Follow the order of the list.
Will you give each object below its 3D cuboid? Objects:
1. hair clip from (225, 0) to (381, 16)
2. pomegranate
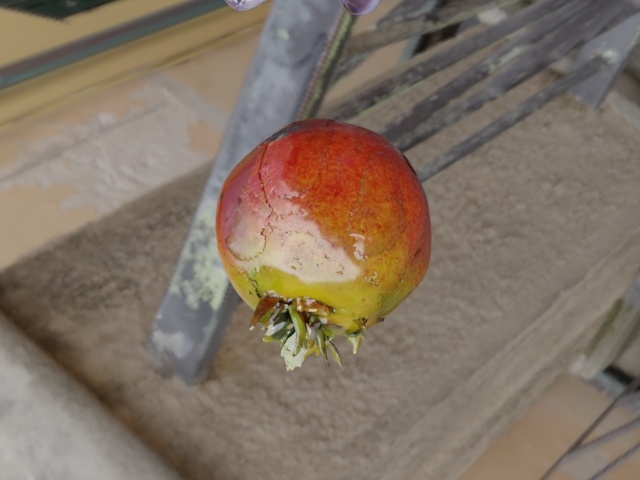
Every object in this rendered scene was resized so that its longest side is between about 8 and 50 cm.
[{"bbox_3d":[0.058,-0.211,0.628,0.278,0.090,0.137,-37,69,34],"label":"hair clip"},{"bbox_3d":[0.000,0.000,1.211,0.210,0.235,0.210,13,158,5],"label":"pomegranate"}]
